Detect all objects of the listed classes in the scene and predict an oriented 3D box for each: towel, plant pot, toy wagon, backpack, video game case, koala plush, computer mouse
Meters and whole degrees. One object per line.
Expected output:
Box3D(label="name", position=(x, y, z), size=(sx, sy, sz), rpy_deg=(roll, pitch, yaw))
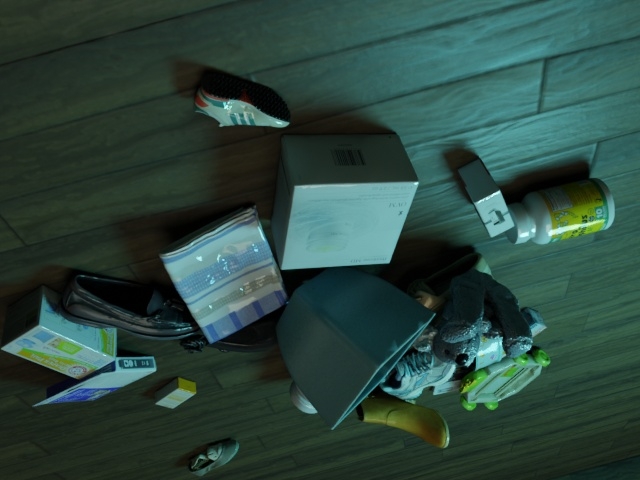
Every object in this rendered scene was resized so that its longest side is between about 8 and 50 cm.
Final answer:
Box3D(label="towel", position=(-0.185, 0.078, 1.227), size=(0.209, 0.034, 0.285), rpy_deg=(-27, 132, -12))
Box3D(label="plant pot", position=(0.048, 0.205, 1.325), size=(0.247, 0.252, 0.247), rpy_deg=(-31, 156, -47))
Box3D(label="toy wagon", position=(0.551, 0.433, 1.881), size=(0.344, 0.068, 0.267), rpy_deg=(11, 128, -38))
Box3D(label="backpack", position=(0.401, 0.230, 1.540), size=(0.144, 0.188, 0.165), rpy_deg=(-14, 140, -2))
Box3D(label="video game case", position=(0.459, 0.432, 1.924), size=(0.191, 0.022, 0.173), rpy_deg=(-9, 140, -6))
Box3D(label="koala plush", position=(0.328, 0.201, 1.357), size=(0.196, 0.203, 0.221), rpy_deg=(14, 132, -12))
Box3D(label="computer mouse", position=(-0.189, 0.235, 1.406), size=(0.272, 0.072, 0.188), rpy_deg=(-11, 173, -15))

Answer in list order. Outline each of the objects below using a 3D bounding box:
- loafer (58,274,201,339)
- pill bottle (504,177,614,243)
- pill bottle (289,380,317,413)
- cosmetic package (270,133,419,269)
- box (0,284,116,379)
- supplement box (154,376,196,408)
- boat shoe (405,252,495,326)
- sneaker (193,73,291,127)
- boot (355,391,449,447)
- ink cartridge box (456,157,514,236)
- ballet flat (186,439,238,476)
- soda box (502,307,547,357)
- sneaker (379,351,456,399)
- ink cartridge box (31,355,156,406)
Box3D(label="loafer", position=(-0.381, 0.136, 1.254), size=(0.303, 0.109, 0.095), rpy_deg=(11, 128, -25))
Box3D(label="pill bottle", position=(0.508, -0.058, 1.295), size=(0.209, 0.117, 0.117), rpy_deg=(-13, 140, -3))
Box3D(label="pill bottle", position=(0.023, 0.344, 1.581), size=(0.152, 0.152, 0.272), rpy_deg=(10, 133, -27))
Box3D(label="cosmetic package", position=(0.034, -0.069, 1.119), size=(0.224, 0.138, 0.224), rpy_deg=(-3, 140, -14))
Box3D(label="box", position=(-0.547, 0.200, 1.271), size=(0.114, 0.103, 0.203), rpy_deg=(-30, 138, 17))
Box3D(label="supplement box", position=(-0.392, 0.412, 1.619), size=(0.098, 0.036, 0.062), rpy_deg=(-35, 137, 22))
Box3D(label="boat shoe", position=(0.252, 0.140, 1.454), size=(0.341, 0.121, 0.110), rpy_deg=(-31, 121, 3))
Box3D(label="sneaker", position=(-0.129, -0.213, 0.973), size=(0.161, 0.057, 0.075), rpy_deg=(12, 150, -31))
Box3D(label="boot", position=(0.228, 0.536, 1.792), size=(0.211, 0.295, 0.104), rpy_deg=(5, 97, -21))
Box3D(label="ink cartridge box", position=(0.337, -0.086, 1.222), size=(0.056, 0.099, 0.135), rpy_deg=(-28, 140, 13))
Box3D(label="ballet flat", position=(-0.356, 0.705, 1.948), size=(0.068, 0.072, 0.213), rpy_deg=(33, 121, -32))
Box3D(label="soda box", position=(0.559, 0.272, 1.740), size=(0.063, 0.058, 0.183), rpy_deg=(20, 128, -35))
Box3D(label="sneaker", position=(0.280, 0.378, 1.739), size=(0.122, 0.110, 0.283), rpy_deg=(17, 131, -28))
Box3D(label="ink cartridge box", position=(-0.532, 0.330, 1.418), size=(0.206, 0.045, 0.208), rpy_deg=(-26, 164, 13))
